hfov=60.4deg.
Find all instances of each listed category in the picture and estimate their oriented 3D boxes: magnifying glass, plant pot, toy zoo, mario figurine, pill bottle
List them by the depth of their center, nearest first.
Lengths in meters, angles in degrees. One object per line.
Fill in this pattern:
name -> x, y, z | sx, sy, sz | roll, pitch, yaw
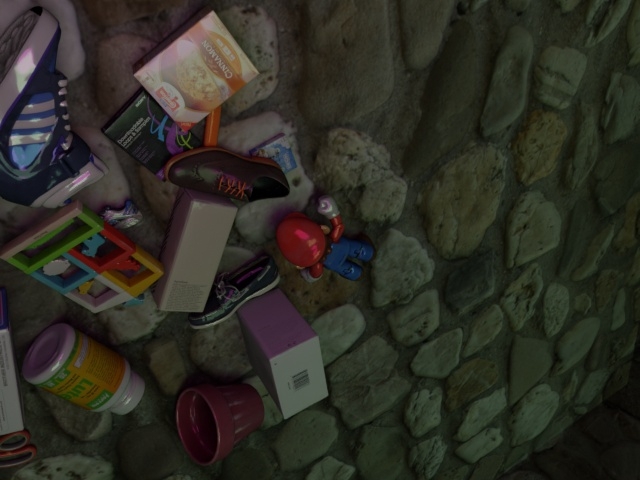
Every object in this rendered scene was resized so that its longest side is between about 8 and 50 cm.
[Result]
magnifying glass -> -0.213, -0.302, 1.121 | 0.092, 0.026, 0.231 | -3, 118, -29
toy zoo -> -0.463, 0.054, 1.132 | 0.192, 0.030, 0.293 | -29, 137, 11
pill bottle -> -0.516, 0.298, 1.228 | 0.136, 0.136, 0.246 | -43, 131, -2
mario figurine -> 0.000, 0.000, 1.403 | 0.320, 0.170, 0.198 | 23, 69, -50
plant pot -> -0.259, 0.469, 1.473 | 0.180, 0.201, 0.202 | -8, 123, -46

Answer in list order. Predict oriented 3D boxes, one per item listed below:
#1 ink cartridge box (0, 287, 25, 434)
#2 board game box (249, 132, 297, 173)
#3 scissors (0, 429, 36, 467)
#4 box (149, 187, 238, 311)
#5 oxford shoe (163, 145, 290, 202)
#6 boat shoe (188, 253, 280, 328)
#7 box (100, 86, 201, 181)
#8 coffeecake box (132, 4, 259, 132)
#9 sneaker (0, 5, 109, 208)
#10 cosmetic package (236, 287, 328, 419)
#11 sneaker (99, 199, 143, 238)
ink cartridge box -> -0.791, 0.262, 1.027 | 0.395, 0.151, 0.270 | -8, 121, -30
board game box -> -0.107, -0.186, 1.258 | 0.090, 0.020, 0.090 | -32, 131, -12
scissors -> -0.810, 0.498, 1.247 | 0.296, 0.021, 0.109 | -5, 122, -31
box -> -0.287, 0.022, 1.227 | 0.113, 0.094, 0.275 | 9, 112, -36
oxford shoe -> -0.188, -0.133, 1.161 | 0.271, 0.098, 0.097 | -2, 125, -30
boat shoe -> -0.213, 0.121, 1.334 | 0.254, 0.095, 0.079 | -29, 131, -15
box -> -0.334, -0.207, 1.098 | 0.116, 0.029, 0.162 | -47, 131, 1
coffeecake box -> -0.234, -0.322, 1.039 | 0.185, 0.068, 0.142 | -37, 126, 5
sneaker -> -0.465, -0.207, 0.968 | 0.236, 0.130, 0.323 | 24, 100, -49
cosmetic package -> -0.100, 0.286, 1.421 | 0.138, 0.224, 0.224 | -24, 128, -21
sneaker -> -0.438, -0.042, 1.130 | 0.135, 0.052, 0.058 | -29, 117, -17
